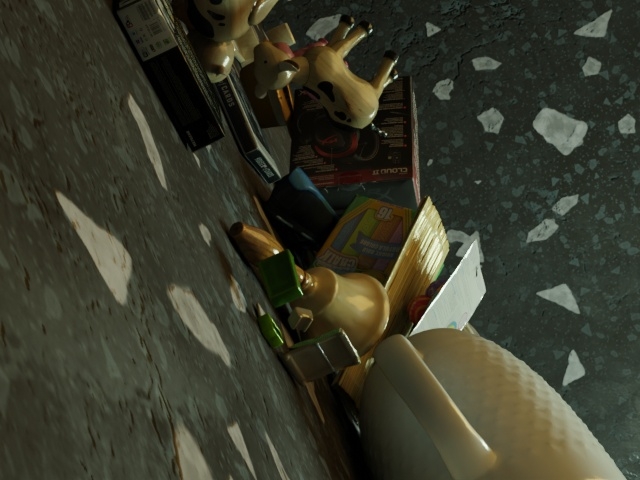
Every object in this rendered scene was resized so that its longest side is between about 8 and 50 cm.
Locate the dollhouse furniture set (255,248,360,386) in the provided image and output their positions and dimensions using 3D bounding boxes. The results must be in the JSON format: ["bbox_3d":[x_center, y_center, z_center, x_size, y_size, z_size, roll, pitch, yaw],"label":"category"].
[{"bbox_3d":[-0.021,0.084,1.340,0.058,0.076,0.151,-109,172,-47],"label":"dollhouse furniture set"}]

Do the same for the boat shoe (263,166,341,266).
[{"bbox_3d":[-0.023,-0.031,1.919,0.109,0.089,0.258,53,1,35],"label":"boat shoe"}]

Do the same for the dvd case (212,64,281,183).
[{"bbox_3d":[-0.133,-0.217,1.953,0.179,0.029,0.238,51,16,-75],"label":"dvd case"}]

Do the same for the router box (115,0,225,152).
[{"bbox_3d":[-0.165,-0.201,1.381,0.133,0.046,0.179,-107,172,-63],"label":"router box"}]

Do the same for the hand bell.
[{"bbox_3d":[-0.031,0.041,1.464,0.242,0.126,0.126,43,20,-46],"label":"hand bell"}]

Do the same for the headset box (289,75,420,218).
[{"bbox_3d":[0.061,-0.143,2.201,0.110,0.218,0.293,75,13,-47],"label":"headset box"}]

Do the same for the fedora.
[{"bbox_3d":[-0.098,-0.268,2.298,0.194,0.079,0.194,-16,90,-85],"label":"fedora"}]

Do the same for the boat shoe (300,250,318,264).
[{"bbox_3d":[0.000,0.000,2.055,0.068,0.072,0.190,-112,176,-46],"label":"boat shoe"}]

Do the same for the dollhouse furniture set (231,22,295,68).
[{"bbox_3d":[-0.059,-0.550,2.498,0.174,0.355,0.303,29,38,-81],"label":"dollhouse furniture set"}]

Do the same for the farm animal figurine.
[{"bbox_3d":[-0.092,-0.257,1.489,0.330,0.172,0.327,22,-28,31],"label":"farm animal figurine"}]

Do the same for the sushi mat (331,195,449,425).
[{"bbox_3d":[0.105,0.099,1.768,0.316,0.019,0.151,-63,150,-24],"label":"sushi mat"}]

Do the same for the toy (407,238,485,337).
[{"bbox_3d":[0.151,0.116,1.784,0.056,0.237,0.137,21,-28,26],"label":"toy"}]

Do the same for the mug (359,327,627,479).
[{"bbox_3d":[0.176,0.252,1.555,0.374,0.276,0.328,52,4,-47],"label":"mug"}]

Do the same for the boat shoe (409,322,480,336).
[{"bbox_3d":[0.118,0.108,1.965,0.116,0.123,0.324,5,25,-41],"label":"boat shoe"}]

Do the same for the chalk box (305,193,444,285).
[{"bbox_3d":[0.071,0.062,1.862,0.132,0.213,0.132,16,-31,28],"label":"chalk box"}]
